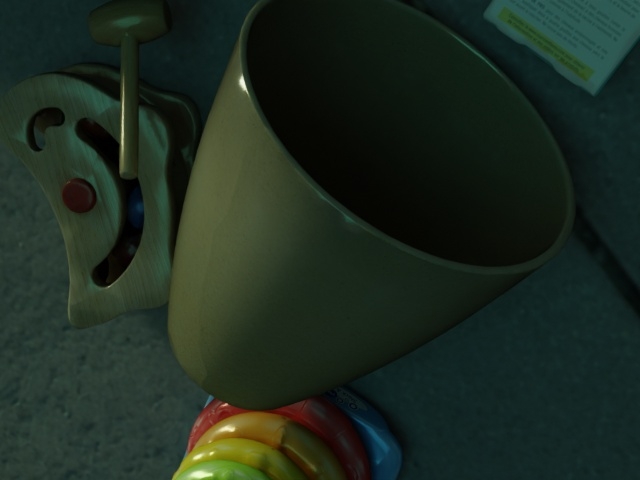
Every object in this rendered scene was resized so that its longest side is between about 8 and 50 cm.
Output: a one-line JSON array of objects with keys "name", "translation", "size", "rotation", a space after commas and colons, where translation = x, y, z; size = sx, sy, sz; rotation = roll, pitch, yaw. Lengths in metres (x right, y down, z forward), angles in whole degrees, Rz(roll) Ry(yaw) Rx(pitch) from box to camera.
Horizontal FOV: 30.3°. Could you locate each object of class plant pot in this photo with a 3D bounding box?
[{"name": "plant pot", "translation": [0.000, 0.000, 0.864], "size": [0.256, 0.256, 0.274], "rotation": [41, 131, 4]}]

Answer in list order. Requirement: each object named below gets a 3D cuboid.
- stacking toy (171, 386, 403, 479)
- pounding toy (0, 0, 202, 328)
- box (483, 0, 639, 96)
[{"name": "stacking toy", "translation": [-0.068, 0.220, 0.894], "size": [0.175, 0.302, 0.165], "rotation": [30, 112, 10]}, {"name": "pounding toy", "translation": [-0.189, -0.056, 0.938], "size": [0.154, 0.155, 0.269], "rotation": [3, 106, 14]}, {"name": "box", "translation": [0.223, -0.226, 0.802], "size": [0.100, 0.060, 0.244], "rotation": [37, 113, 6]}]
